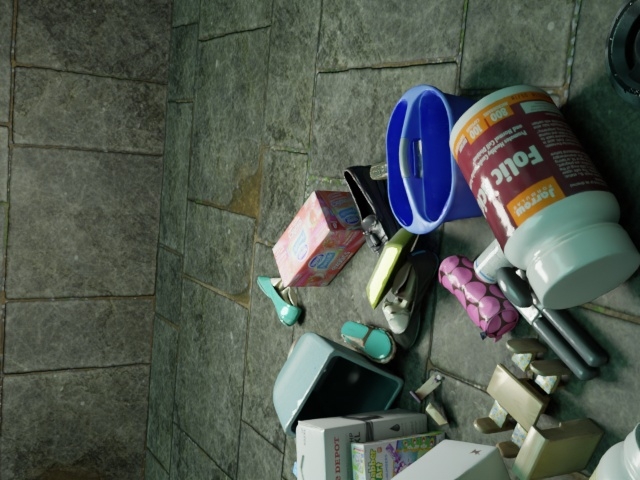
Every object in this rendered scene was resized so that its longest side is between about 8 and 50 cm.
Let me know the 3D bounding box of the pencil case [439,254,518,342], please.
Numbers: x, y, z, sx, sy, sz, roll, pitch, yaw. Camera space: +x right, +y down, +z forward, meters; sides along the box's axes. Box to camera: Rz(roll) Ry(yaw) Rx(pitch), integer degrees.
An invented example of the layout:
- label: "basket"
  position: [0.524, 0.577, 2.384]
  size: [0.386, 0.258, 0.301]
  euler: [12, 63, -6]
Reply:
- label: "pencil case"
  position: [0.344, 0.126, 1.689]
  size: [0.209, 0.095, 0.098]
  euler: [-123, 17, -45]

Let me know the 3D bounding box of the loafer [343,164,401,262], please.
- label: "loafer"
  position: [0.132, -0.066, 2.027]
  size: [0.109, 0.095, 0.302]
  euler: [-45, 52, 49]

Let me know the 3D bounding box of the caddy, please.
- label: "caddy"
  position: [0.256, -0.184, 1.750]
  size: [0.241, 0.179, 0.341]
  euler: [-11, 80, 59]

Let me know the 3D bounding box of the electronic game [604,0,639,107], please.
- label: "electronic game"
  position: [0.592, -0.344, 1.326]
  size: [0.229, 0.048, 0.229]
  euler: [2, 93, 60]

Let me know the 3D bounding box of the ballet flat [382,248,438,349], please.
- label: "ballet flat"
  position: [0.207, 0.146, 1.899]
  size: [0.095, 0.096, 0.280]
  euler: [40, 123, 52]

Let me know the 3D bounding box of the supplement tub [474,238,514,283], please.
- label: "supplement tub"
  position: [0.385, 0.037, 1.634]
  size: [0.107, 0.071, 0.071]
  euler: [-55, 45, 41]

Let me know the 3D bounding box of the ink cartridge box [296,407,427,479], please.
- label: "ink cartridge box"
  position: [0.107, 0.541, 1.850]
  size: [0.129, 0.308, 0.223]
  euler: [-8, 83, 59]

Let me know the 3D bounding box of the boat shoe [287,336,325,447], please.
- label: "boat shoe"
  position: [-0.004, 0.457, 2.237]
  size: [0.130, 0.132, 0.355]
  euler: [-13, 83, 38]

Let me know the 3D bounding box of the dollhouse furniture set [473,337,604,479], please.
- label: "dollhouse furniture set"
  position: [0.403, 0.347, 1.510]
  size: [0.242, 0.161, 0.212]
  euler: [46, 127, 49]

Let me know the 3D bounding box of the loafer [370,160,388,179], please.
- label: "loafer"
  position: [0.196, -0.187, 1.974]
  size: [0.148, 0.050, 0.056]
  euler: [-1, 92, 43]

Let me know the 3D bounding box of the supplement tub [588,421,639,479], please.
- label: "supplement tub"
  position: [0.528, 0.475, 1.231]
  size: [0.235, 0.236, 0.324]
  euler: [50, 131, 47]

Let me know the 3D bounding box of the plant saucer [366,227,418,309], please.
- label: "plant saucer"
  position: [0.174, 0.053, 1.874]
  size: [0.045, 0.188, 0.188]
  euler: [28, 116, 12]

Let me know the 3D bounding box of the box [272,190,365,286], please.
- label: "box"
  position: [0.000, 0.000, 2.188]
  size: [0.300, 0.154, 0.142]
  euler: [-52, 47, 44]

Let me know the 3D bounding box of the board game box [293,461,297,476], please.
- label: "board game box"
  position: [0.057, 0.633, 2.022]
  size: [0.160, 0.212, 0.039]
  euler: [37, 121, 53]

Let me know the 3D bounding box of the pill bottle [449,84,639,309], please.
- label: "pill bottle"
  position: [0.417, -0.082, 1.438]
  size: [0.224, 0.224, 0.392]
  euler: [-55, 45, 43]

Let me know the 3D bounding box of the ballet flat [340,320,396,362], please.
- label: "ballet flat"
  position: [0.143, 0.274, 2.026]
  size: [0.091, 0.077, 0.241]
  euler: [-52, 30, -6]

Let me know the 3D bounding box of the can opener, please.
- label: "can opener"
  position: [0.448, 0.163, 1.520]
  size: [0.280, 0.093, 0.074]
  euler: [52, 131, 39]

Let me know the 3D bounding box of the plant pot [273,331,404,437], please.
- label: "plant pot"
  position: [0.019, 0.381, 2.027]
  size: [0.247, 0.247, 0.252]
  euler: [-60, 28, 5]

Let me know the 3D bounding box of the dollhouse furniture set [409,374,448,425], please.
- label: "dollhouse furniture set"
  position: [0.288, 0.386, 1.845]
  size: [0.081, 0.091, 0.114]
  euler: [-42, 70, -1]

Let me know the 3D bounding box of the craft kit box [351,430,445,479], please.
- label: "craft kit box"
  position: [0.191, 0.582, 1.772]
  size: [0.061, 0.247, 0.249]
  euler: [-14, 78, 59]

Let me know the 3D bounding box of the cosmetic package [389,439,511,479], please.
- label: "cosmetic package"
  position: [0.296, 0.647, 1.474]
  size: [0.162, 0.230, 0.453]
  euler: [-13, 100, 58]

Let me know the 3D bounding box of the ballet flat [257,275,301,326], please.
- label: "ballet flat"
  position: [-0.124, 0.174, 2.476]
  size: [0.087, 0.083, 0.247]
  euler: [-50, 44, 13]
